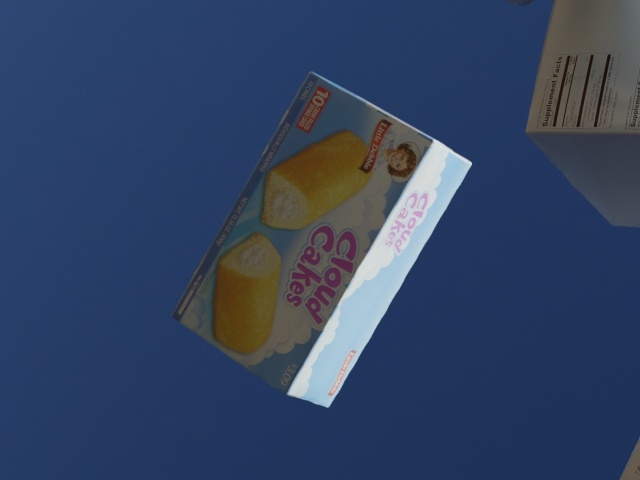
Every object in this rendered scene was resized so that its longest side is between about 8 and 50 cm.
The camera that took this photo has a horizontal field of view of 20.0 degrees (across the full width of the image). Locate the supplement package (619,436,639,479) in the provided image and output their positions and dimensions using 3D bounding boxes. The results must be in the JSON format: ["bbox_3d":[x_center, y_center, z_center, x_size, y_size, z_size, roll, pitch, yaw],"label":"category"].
[{"bbox_3d":[0.414,0.223,1.532,0.262,0.204,0.145,23,-96,30],"label":"supplement package"}]

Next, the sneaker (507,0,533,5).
[{"bbox_3d":[0.223,-0.325,1.267,0.365,0.137,0.210,-63,-174,-10],"label":"sneaker"}]

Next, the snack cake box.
[{"bbox_3d":[0.000,0.000,1.666,0.152,0.089,0.264,32,-86,31],"label":"snack cake box"}]

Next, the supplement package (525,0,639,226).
[{"bbox_3d":[0.301,-0.109,1.422,0.203,0.194,0.149,3,-110,32],"label":"supplement package"}]
